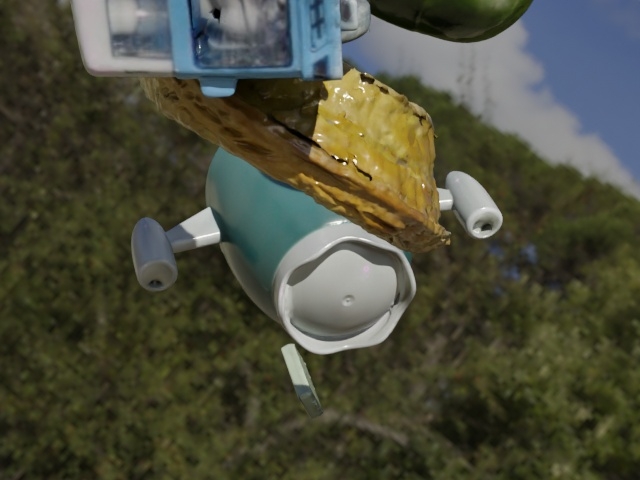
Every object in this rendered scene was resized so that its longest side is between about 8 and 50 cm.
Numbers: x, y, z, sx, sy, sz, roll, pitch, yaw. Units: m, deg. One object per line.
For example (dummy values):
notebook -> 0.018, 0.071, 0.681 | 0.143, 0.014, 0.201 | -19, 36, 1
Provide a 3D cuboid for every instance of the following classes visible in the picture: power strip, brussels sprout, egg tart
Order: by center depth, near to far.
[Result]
egg tart -> -0.004, -0.059, 0.754 | 0.191, 0.074, 0.191 | 31, 3, -2
brussels sprout -> 0.082, -0.198, 0.996 | 0.155, 0.155, 0.117 | 37, -49, 22
power strip -> -0.019, 0.147, 1.538 | 0.040, 0.016, 0.090 | 62, 3, -40

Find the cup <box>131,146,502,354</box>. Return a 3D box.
cup -> 0.000, 0.000, 1.178 | 0.173, 0.299, 0.167 | -115, -161, -52

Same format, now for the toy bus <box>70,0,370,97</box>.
toy bus -> -0.043, -0.171, 0.733 | 0.297, 0.131, 0.106 | -88, 176, -63
